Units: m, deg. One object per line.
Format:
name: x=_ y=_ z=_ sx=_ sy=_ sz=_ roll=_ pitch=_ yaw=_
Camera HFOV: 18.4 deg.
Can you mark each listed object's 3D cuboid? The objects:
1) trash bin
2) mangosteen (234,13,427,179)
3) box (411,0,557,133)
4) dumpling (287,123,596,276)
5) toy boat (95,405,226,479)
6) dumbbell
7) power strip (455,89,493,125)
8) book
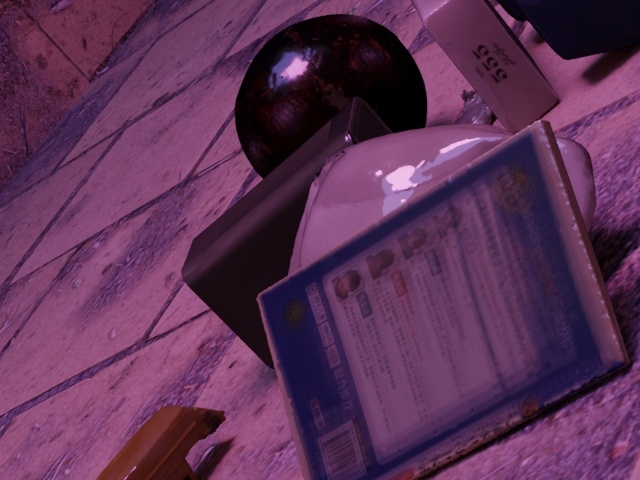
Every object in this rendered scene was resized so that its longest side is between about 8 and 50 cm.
trash bin: x=0.000 y=0.000 z=2.009 sx=0.240 sy=0.164 sz=0.122 roll=-39 pitch=16 yaw=21
mangosteen: x=0.024 y=-0.127 z=2.219 sx=0.228 sy=0.228 sz=0.265 roll=-39 pitch=52 yaw=12
box: x=0.170 y=-0.226 z=2.169 sx=0.071 sy=0.168 sz=0.259 roll=-38 pitch=16 yaw=8
dumpling: x=0.088 y=0.024 z=1.758 sx=0.341 sy=0.181 sz=0.260 roll=6 pitch=67 yaw=26
toy boat: x=-0.162 y=0.233 z=1.926 sx=0.057 sy=0.077 sz=0.200 roll=-4 pitch=37 yaw=46
dumbbell: x=0.263 y=-0.296 z=2.148 sx=0.160 sy=0.144 sz=0.325 roll=-10 pitch=16 yaw=-3
power strip: x=0.167 y=-0.140 z=2.194 sx=0.055 sy=0.035 sz=0.083 roll=-34 pitch=21 yaw=27
book: x=0.091 y=0.072 z=1.621 sx=0.322 sy=0.018 sz=0.228 roll=-31 pitch=60 yaw=30
